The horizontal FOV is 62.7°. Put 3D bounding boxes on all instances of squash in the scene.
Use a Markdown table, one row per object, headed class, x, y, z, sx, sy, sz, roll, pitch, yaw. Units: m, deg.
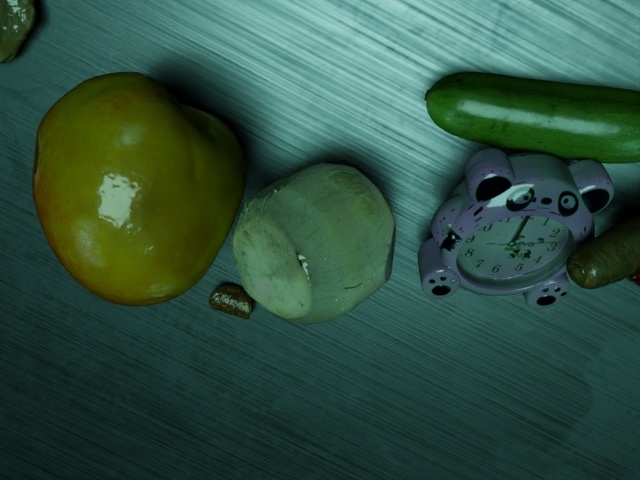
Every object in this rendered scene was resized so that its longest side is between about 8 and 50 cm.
| class | x | y | z | sx | sy | sz | roll | pitch | yaw |
| --- | --- | --- | --- | --- | --- | --- | --- | --- | --- |
| squash | 0.325 | -0.158 | 0.690 | 0.378 | 0.101 | 0.102 | 7 | 117 | 6 |

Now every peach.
| class | x | y | z | sx | sy | sz | roll | pitch | yaw |
| --- | --- | --- | --- | --- | --- | --- | --- | --- | --- |
| peach | -0.256 | -0.058 | 0.740 | 0.289 | 0.289 | 0.308 | 33 | 100 | -6 |

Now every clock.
| class | x | y | z | sx | sy | sz | roll | pitch | yaw |
| --- | --- | --- | --- | --- | --- | --- | --- | --- | --- |
| clock | 0.267 | -0.011 | 0.738 | 0.227 | 0.090 | 0.248 | 5 | 136 | -4 |

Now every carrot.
| class | x | y | z | sx | sy | sz | roll | pitch | yaw |
| --- | --- | --- | --- | --- | --- | --- | --- | --- | --- |
| carrot | 0.474 | -0.028 | 0.688 | 0.342 | 0.070 | 0.070 | -26 | 111 | -7 |

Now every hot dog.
| class | x | y | z | sx | sy | sz | roll | pitch | yaw |
| --- | --- | --- | --- | --- | --- | --- | --- | --- | --- |
| hot dog | -0.160 | 0.112 | 0.956 | 0.083 | 0.035 | 0.058 | 19 | 118 | 2 |

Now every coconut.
| class | x | y | z | sx | sy | sz | roll | pitch | yaw |
| --- | --- | --- | --- | --- | --- | --- | --- | --- | --- |
| coconut | -0.001 | -0.002 | 0.774 | 0.227 | 0.230 | 0.227 | 22 | 126 | 34 |

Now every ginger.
| class | x | y | z | sx | sy | sz | roll | pitch | yaw |
| --- | --- | --- | --- | --- | --- | --- | --- | --- | --- |
| ginger | -0.485 | -0.320 | 0.800 | 0.173 | 0.051 | 0.069 | -37 | 100 | 23 |

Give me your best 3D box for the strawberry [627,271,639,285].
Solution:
| class | x | y | z | sx | sy | sz | roll | pitch | yaw |
| --- | --- | --- | --- | --- | --- | --- | --- | --- | --- |
| strawberry | 0.470 | 0.018 | 0.749 | 0.106 | 0.106 | 0.106 | 5 | 117 | 9 |
